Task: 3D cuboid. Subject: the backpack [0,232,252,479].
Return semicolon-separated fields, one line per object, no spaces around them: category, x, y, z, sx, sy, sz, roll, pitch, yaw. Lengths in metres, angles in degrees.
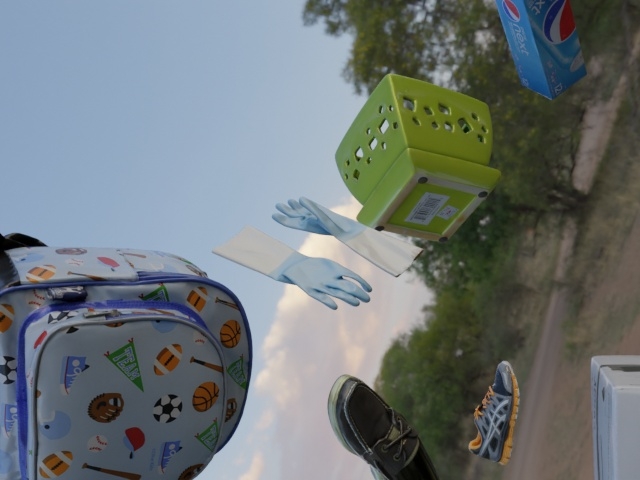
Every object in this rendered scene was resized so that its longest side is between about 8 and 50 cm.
backpack;-0.197;0.127;0.730;0.263;0.213;0.276;-8;-65;-39

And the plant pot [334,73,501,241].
plant pot;0.180;-0.132;1.347;0.228;0.227;0.207;126;146;-44

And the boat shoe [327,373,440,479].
boat shoe;0.086;0.242;0.879;0.080;0.073;0.223;-54;-52;-34

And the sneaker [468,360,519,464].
sneaker;0.351;0.346;1.483;0.084;0.083;0.214;-32;-52;-78

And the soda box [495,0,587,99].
soda box;0.293;-0.297;0.996;0.067;0.071;0.210;-37;-50;-3

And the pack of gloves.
pack of gloves;0.000;0.000;1.023;0.195;0.232;0.046;-38;-37;-46

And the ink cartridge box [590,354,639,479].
ink cartridge box;0.524;0.342;1.154;0.395;0.166;0.285;8;-99;-74
